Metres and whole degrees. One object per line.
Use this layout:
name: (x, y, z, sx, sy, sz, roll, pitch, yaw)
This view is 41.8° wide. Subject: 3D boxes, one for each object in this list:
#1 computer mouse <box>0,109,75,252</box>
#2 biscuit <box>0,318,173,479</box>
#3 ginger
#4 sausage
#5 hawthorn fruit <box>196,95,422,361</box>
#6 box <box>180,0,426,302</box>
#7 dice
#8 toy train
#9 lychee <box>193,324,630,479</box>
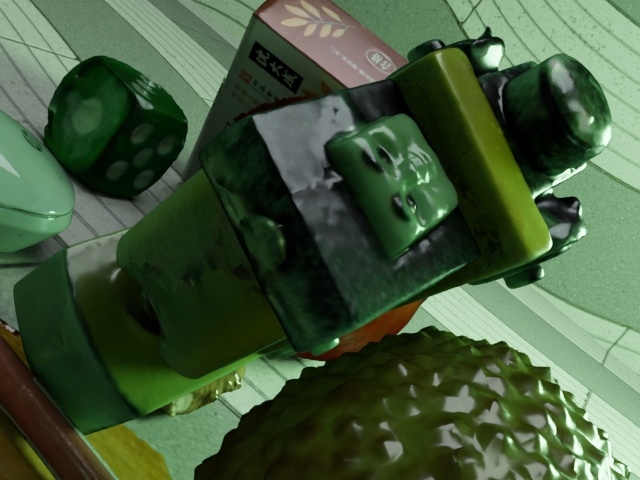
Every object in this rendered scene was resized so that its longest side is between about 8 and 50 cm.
computer mouse: (-0.337, -0.091, 0.709, 0.288, 0.097, 0.159, 32, 16, -30)
biscuit: (-0.188, 0.141, 0.522, 0.237, 0.013, 0.232, 40, 13, 2)
ginger: (-0.111, 0.096, 0.738, 0.096, 0.067, 0.165, 13, 18, -5)
sausage: (-0.165, 0.128, 0.529, 0.223, 0.029, 0.029, 44, 15, 20)
hawthorn fruit: (-0.004, 0.000, 0.932, 0.311, 0.295, 0.295, 58, 5, -26)
box: (0.035, -0.090, 1.124, 0.385, 0.344, 0.122, 38, 51, 2)
dice: (-0.246, -0.136, 1.017, 0.128, 0.131, 0.120, 44, 13, 26)
toy train: (-0.018, 0.004, 0.538, 0.253, 0.397, 0.160, -22, 86, -43)
lychee: (0.045, 0.185, 0.445, 0.270, 0.270, 0.320, 36, 19, -8)
